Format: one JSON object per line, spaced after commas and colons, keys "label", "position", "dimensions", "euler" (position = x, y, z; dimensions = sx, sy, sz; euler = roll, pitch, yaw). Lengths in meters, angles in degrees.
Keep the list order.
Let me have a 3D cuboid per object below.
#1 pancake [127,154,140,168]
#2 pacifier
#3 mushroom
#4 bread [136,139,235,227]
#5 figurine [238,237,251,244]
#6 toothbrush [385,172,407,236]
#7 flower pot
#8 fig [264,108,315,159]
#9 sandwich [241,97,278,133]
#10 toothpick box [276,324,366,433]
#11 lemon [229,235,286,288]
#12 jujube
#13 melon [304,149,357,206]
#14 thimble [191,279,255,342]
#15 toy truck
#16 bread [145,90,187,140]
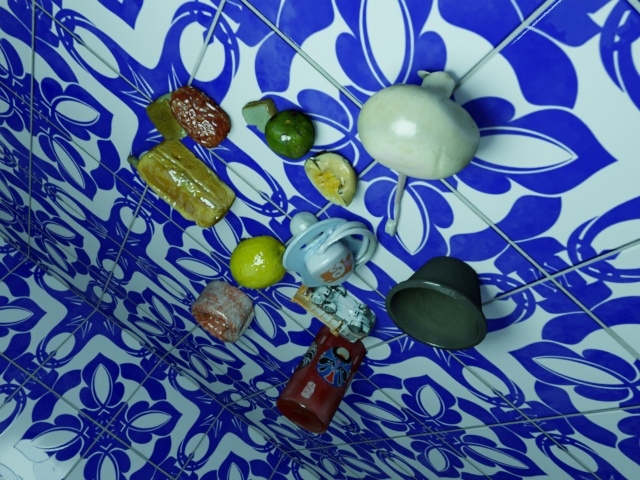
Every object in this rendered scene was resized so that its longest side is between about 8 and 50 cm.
{"label": "pancake", "position": [-0.543, -0.190, 1.657], "dimensions": [0.236, 0.042, 0.222], "euler": [50, 172, -33]}
{"label": "pacifier", "position": [0.000, 0.000, 1.429], "dimensions": [0.233, 0.244, 0.299], "euler": [50, 179, 32]}
{"label": "mushroom", "position": [0.196, -0.232, 0.994], "dimensions": [0.246, 0.202, 0.246], "euler": [21, -174, -2]}
{"label": "bread", "position": [-0.403, -0.173, 1.537], "dimensions": [0.294, 0.166, 0.132], "euler": [43, 120, -9]}
{"label": "figurine", "position": [-0.272, 0.054, 1.759], "dimensions": [0.087, 0.086, 0.149], "euler": [57, 147, 39]}
{"label": "toothbrush", "position": [0.192, -0.117, 1.253], "dimensions": [0.030, 0.025, 0.307], "euler": [29, 144, 21]}
{"label": "flower pot", "position": [0.323, 0.152, 1.338], "dimensions": [0.269, 0.166, 0.268], "euler": [19, 138, 18]}
{"label": "fig", "position": [-0.073, -0.246, 1.239], "dimensions": [0.123, 0.123, 0.156], "euler": [25, 157, 13]}
{"label": "sandwich", "position": [-0.150, -0.315, 1.286], "dimensions": [0.105, 0.035, 0.093], "euler": [5, 135, 35]}
{"label": "toothpick box", "position": [0.008, 0.496, 1.821], "dimensions": [0.204, 0.333, 0.204], "euler": [21, 142, 17]}
{"label": "lemon", "position": [-0.198, 0.072, 1.638], "dimensions": [0.180, 0.193, 0.180], "euler": [159, 90, -85]}
{"label": "jujube", "position": [-0.323, -0.331, 1.343], "dimensions": [0.176, 0.112, 0.109], "euler": [45, 168, -13]}
{"label": "melon", "position": [0.025, -0.168, 1.292], "dimensions": [0.160, 0.079, 0.128], "euler": [49, 159, -20]}
{"label": "thimble", "position": [-0.396, 0.293, 2.049], "dimensions": [0.239, 0.162, 0.239], "euler": [22, 141, 19]}
{"label": "toy truck", "position": [0.045, 0.229, 1.680], "dimensions": [0.270, 0.114, 0.135], "euler": [37, 140, -3]}
{"label": "bread", "position": [-0.421, -0.350, 1.429], "dimensions": [0.140, 0.069, 0.127], "euler": [-4, 130, 42]}
